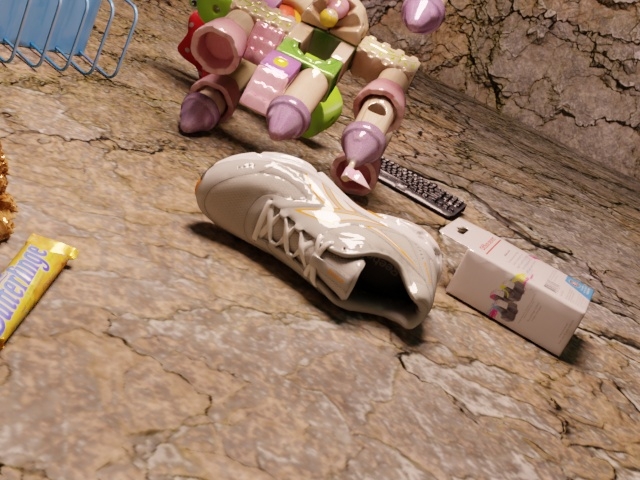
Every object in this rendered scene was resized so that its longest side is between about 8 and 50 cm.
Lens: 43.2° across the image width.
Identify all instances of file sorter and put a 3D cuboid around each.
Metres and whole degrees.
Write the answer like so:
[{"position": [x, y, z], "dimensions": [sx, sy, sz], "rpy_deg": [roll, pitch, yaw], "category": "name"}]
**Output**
[{"position": [-0.343, -0.287, 1.057], "dimensions": [0.104, 0.118, 0.170], "rpy_deg": [41, 26, 29], "category": "file sorter"}]

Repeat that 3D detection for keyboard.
[{"position": [0.140, -0.090, 1.246], "dimensions": [0.180, 0.023, 0.108], "rpy_deg": [31, 21, 15], "category": "keyboard"}]

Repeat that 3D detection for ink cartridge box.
[{"position": [0.215, 0.048, 0.936], "dimensions": [0.181, 0.062, 0.104], "rpy_deg": [31, 21, 15], "category": "ink cartridge box"}]

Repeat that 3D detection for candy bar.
[{"position": [-0.212, 0.033, 0.565], "dimensions": [0.040, 0.018, 0.161], "rpy_deg": [22, 20, -7], "category": "candy bar"}]

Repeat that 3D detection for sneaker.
[{"position": [0.000, 0.000, 0.776], "dimensions": [0.262, 0.099, 0.121], "rpy_deg": [22, 25, -4], "category": "sneaker"}]

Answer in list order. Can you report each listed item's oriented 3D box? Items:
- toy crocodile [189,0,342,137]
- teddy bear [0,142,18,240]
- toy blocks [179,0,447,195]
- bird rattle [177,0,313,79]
[{"position": [-0.092, -0.300, 1.199], "dimensions": [0.340, 0.105, 0.115], "rpy_deg": [44, 40, -10], "category": "toy crocodile"}, {"position": [-0.338, -0.053, 0.506], "dimensions": [0.338, 0.113, 0.245], "rpy_deg": [0, 34, -47], "category": "teddy bear"}, {"position": [-0.023, -0.210, 0.986], "dimensions": [0.288, 0.309, 0.260], "rpy_deg": [27, 43, 3], "category": "toy blocks"}, {"position": [-0.090, -0.317, 1.314], "dimensions": [0.253, 0.207, 0.143], "rpy_deg": [28, 1, -18], "category": "bird rattle"}]
